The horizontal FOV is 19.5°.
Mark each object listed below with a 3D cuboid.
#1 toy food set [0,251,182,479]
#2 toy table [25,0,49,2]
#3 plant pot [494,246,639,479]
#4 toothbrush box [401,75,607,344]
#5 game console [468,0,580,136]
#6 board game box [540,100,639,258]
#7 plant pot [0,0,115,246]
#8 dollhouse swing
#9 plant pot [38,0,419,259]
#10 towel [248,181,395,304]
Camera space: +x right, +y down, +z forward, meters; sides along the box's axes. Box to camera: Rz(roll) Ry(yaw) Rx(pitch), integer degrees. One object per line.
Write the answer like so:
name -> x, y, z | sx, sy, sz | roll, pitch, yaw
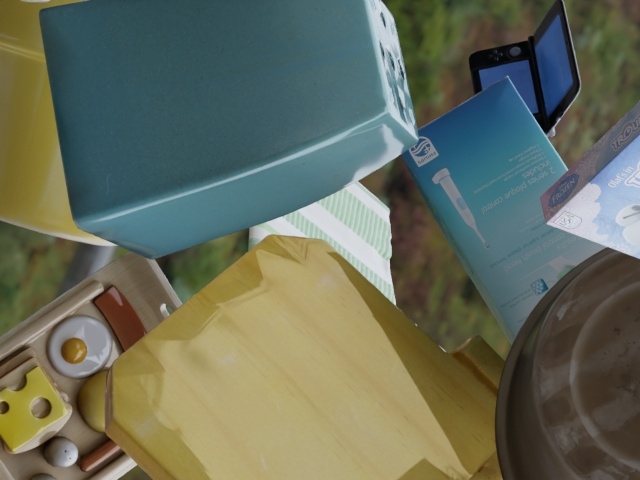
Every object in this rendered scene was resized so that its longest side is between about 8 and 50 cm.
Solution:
toy food set -> -0.271, 0.181, 2.141 | 0.306, 0.220, 0.092 | -35, -169, -19
toy table -> -0.241, -0.336, 1.542 | 0.252, 0.274, 0.161 | -89, -168, -46
plant pot -> 0.273, 0.123, 1.376 | 0.323, 0.323, 0.280 | -67, 161, -7
toothbrush box -> 0.207, 0.029, 1.715 | 0.126, 0.295, 0.216 | -30, 157, 3
game console -> 0.202, -0.167, 1.855 | 0.071, 0.107, 0.122 | 67, 14, -55
board game box -> 0.167, -0.027, 0.884 | 0.090, 0.090, 0.020 | -47, -145, 38
plant pot -> -0.237, -0.130, 1.765 | 0.254, 0.254, 0.239 | -23, 130, -83
dollhouse swing -> -0.016, 0.230, 1.664 | 0.347, 0.305, 0.315 | -41, 154, -38
plant pot -> -0.057, -0.101, 1.370 | 0.165, 0.234, 0.165 | 31, 47, -72
towel -> 0.000, 0.000, 2.210 | 0.038, 0.248, 0.325 | -36, -149, 25
